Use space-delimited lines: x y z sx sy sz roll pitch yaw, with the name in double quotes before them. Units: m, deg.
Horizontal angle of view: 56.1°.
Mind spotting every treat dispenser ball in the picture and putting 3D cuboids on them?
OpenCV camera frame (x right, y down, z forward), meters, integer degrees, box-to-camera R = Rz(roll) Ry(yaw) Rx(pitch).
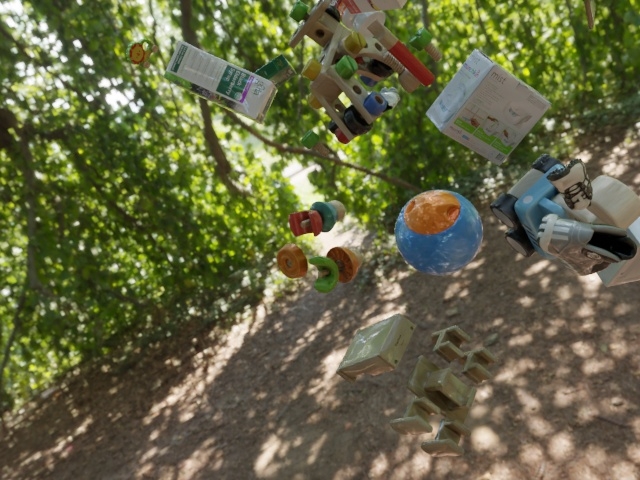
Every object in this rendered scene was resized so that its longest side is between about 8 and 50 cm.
"treat dispenser ball" 0.393 -0.026 2.001 0.288 0.288 0.288 -25 11 5

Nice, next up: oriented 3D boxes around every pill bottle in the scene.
"pill bottle" 0.097 -0.735 1.865 0.121 0.221 0.121 -31 -22 -14

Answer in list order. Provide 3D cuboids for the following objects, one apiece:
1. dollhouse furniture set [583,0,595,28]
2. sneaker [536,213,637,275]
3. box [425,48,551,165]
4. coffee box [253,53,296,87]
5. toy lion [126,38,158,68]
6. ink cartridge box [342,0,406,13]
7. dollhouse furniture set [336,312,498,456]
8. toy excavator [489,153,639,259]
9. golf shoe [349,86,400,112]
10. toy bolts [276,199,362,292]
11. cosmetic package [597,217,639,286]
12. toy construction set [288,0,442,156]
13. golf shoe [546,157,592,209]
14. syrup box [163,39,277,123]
"dollhouse furniture set" 0.629 -0.489 1.054 0.302 0.151 0.197 -1 52 31
"sneaker" 0.480 0.020 1.022 0.229 0.086 0.132 16 -3 -39
"box" 0.484 -0.377 1.728 0.231 0.262 0.126 -54 35 24
"coffee box" -0.158 -0.426 1.622 0.184 0.040 0.113 -32 -3 10
"toy lion" -0.591 -0.619 1.970 0.034 0.100 0.096 20 -9 29
"ink cartridge box" 0.145 -0.558 1.293 0.198 0.067 0.115 18 70 48
"dollhouse furniture set" 0.181 0.267 1.164 0.212 0.242 0.161 -58 11 -33
"toy excavator" 0.678 -0.068 1.600 0.222 0.433 0.445 -44 40 -2
"golf shoe" 0.163 -0.428 1.895 0.176 0.069 0.086 -11 45 34
"toy bolts" 0.000 0.000 1.628 0.218 0.228 0.158 8 24 42
"cosmetic package" 0.984 0.012 1.840 0.224 0.224 0.138 -10 52 -13
"toy construction set" 0.045 -0.339 1.089 0.257 0.237 0.309 -57 20 -17
"golf shoe" 0.536 -0.113 1.259 0.077 0.093 0.198 -31 -18 28
"syrup box" -0.227 -0.362 1.387 0.096 0.237 0.093 -36 -29 -86
